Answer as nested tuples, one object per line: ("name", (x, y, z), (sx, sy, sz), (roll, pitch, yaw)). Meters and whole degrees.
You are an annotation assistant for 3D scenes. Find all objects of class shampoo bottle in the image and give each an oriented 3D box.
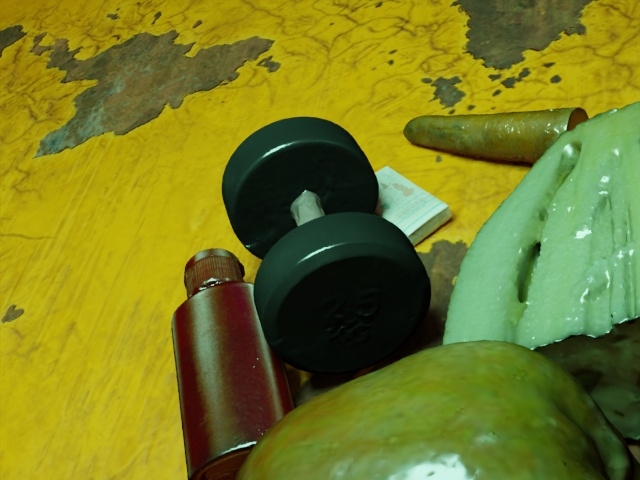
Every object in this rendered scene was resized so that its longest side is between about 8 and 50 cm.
("shampoo bottle", (-0.085, 0.109, 0.891), (0.102, 0.064, 0.260), (-21, 41, 2))

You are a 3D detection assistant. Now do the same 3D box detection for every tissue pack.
("tissue pack", (0.081, -0.037, 1.006), (0.056, 0.023, 0.108), (-34, 42, -13))

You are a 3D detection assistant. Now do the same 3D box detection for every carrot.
("carrot", (0.175, -0.112, 1.028), (0.210, 0.061, 0.061), (6, 48, 36))

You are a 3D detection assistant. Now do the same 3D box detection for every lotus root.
("lotus root", (0.248, 0.018, 0.786), (0.267, 0.149, 0.260), (-22, 33, 29))

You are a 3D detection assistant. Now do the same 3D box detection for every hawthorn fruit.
("hawthorn fruit", (0.058, 0.208, 0.582), (0.301, 0.267, 0.267), (-15, 40, 25))

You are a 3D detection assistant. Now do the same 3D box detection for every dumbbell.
("dumbbell", (0.000, 0.000, 0.905), (0.152, 0.152, 0.218), (-23, 41, 0))
